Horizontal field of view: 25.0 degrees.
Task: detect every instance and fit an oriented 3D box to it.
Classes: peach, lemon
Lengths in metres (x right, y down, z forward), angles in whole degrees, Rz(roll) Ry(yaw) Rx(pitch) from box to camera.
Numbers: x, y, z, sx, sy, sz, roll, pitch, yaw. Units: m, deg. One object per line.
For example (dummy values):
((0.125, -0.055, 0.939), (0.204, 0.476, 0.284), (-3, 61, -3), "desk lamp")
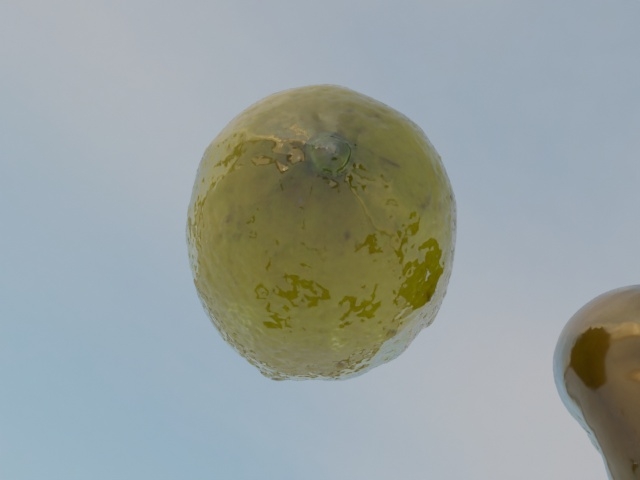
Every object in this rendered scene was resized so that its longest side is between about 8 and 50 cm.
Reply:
((0.304, 0.159, 1.283), (0.153, 0.251, 0.251), (-26, -59, 11), "peach")
((0.000, 0.000, 1.285), (0.245, 0.245, 0.320), (27, -27, 12), "lemon")
